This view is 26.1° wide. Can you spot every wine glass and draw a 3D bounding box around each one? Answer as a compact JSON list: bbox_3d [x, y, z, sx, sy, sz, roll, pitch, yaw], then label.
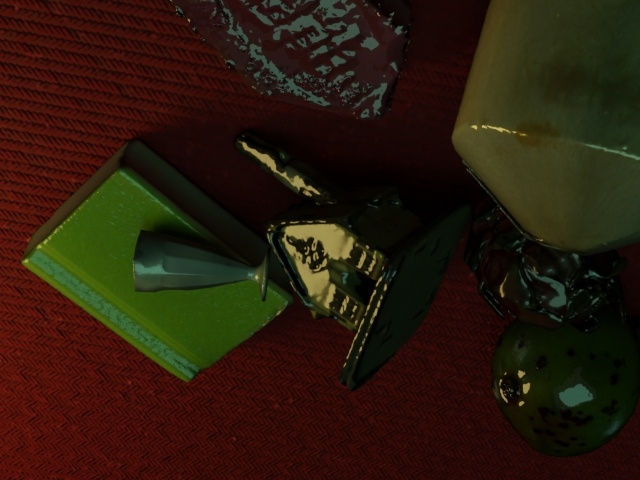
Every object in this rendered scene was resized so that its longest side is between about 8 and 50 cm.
[{"bbox_3d":[-0.136,0.032,1.589,0.155,0.073,0.073,8,125,-2],"label":"wine glass"}]

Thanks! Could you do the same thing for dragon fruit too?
[{"bbox_3d":[0.253,0.014,1.573,0.182,0.188,0.182,-3,128,-4],"label":"dragon fruit"}]

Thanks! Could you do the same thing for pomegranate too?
[{"bbox_3d":[0.323,0.156,1.682,0.248,0.202,0.202,-9,130,-25],"label":"pomegranate"}]

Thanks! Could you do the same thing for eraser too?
[{"bbox_3d":[-0.192,0.033,1.686,0.274,0.092,0.210,40,117,-20],"label":"eraser"}]

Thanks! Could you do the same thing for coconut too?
[{"bbox_3d":[0.293,-0.128,1.395,0.323,0.323,0.323,2,125,3],"label":"coconut"}]

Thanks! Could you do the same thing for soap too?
[{"bbox_3d":[-0.021,-0.245,1.467,0.182,0.112,0.289,-32,118,27],"label":"soap"}]

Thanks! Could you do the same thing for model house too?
[{"bbox_3d":[0.000,0.000,1.623,0.279,0.205,0.218,32,125,19],"label":"model house"}]
